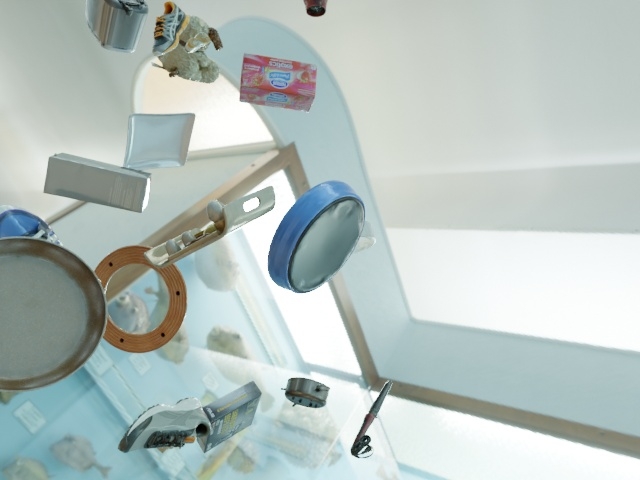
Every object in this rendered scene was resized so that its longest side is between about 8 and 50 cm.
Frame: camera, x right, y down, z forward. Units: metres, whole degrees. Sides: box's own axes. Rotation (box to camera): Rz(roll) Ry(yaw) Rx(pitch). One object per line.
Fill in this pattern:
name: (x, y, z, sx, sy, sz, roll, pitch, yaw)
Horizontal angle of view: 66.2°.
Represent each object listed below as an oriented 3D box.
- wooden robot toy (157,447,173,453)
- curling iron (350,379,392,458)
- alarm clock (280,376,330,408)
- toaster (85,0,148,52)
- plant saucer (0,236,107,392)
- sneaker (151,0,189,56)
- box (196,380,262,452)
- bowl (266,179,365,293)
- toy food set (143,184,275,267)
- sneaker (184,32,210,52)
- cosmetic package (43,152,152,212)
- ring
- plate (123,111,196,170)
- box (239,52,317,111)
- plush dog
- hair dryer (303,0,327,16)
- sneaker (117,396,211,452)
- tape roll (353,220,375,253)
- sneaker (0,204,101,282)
wooden robot toy: (-0.483, 0.617, 1.534, 0.076, 0.079, 0.173, 40, 5, -17)
curling iron: (0.160, 0.524, 1.447, 0.068, 0.274, 0.035, -2, -58, 32)
alarm clock: (-0.031, 0.446, 1.439, 0.129, 0.064, 0.192, 27, -37, -19)
toaster: (-0.567, -0.628, 1.366, 0.227, 0.129, 0.146, 54, -48, 25)
plant saucer: (-0.592, 0.145, 0.981, 0.050, 0.310, 0.310, -27, -75, 43)
sneaker: (-0.494, -0.671, 1.565, 0.084, 0.214, 0.083, -5, -33, 26)
box: (-0.291, 0.559, 1.553, 0.056, 0.183, 0.231, 49, -40, 27)
bowl: (0.000, 0.000, 1.548, 0.077, 0.391, 0.391, 35, -40, 28)
toy food set: (-0.282, -0.043, 1.258, 0.306, 0.220, 0.092, -23, -82, 31)
sneaker: (-0.313, -0.496, 1.237, 0.037, 0.083, 0.032, -26, -75, 43)
cosmetic package: (-0.570, -0.151, 1.275, 0.238, 0.127, 0.107, 10, -78, -14)
ring: (-0.568, 0.181, 1.530, 0.337, 0.032, 0.336, 0, -89, 10)
plate: (-0.671, -0.416, 2.030, 0.045, 0.277, 0.278, 52, -45, 29)
box: (-0.148, -0.544, 1.702, 0.257, 0.128, 0.122, 6, -12, -12)
plush dog: (-0.495, -0.726, 1.835, 0.263, 0.210, 0.225, 26, -65, -6)
hair dryer: (-0.074, -0.523, 0.857, 0.293, 0.224, 0.080, 52, -20, -8)
sneaker: (-0.377, 0.471, 1.226, 0.108, 0.272, 0.100, 40, -74, 25)
tape roll: (0.028, 0.007, 1.998, 0.392, 0.392, 0.071, -26, -112, 48)
sneaker: (-0.684, 0.062, 1.268, 0.236, 0.130, 0.322, 23, -34, 30)
